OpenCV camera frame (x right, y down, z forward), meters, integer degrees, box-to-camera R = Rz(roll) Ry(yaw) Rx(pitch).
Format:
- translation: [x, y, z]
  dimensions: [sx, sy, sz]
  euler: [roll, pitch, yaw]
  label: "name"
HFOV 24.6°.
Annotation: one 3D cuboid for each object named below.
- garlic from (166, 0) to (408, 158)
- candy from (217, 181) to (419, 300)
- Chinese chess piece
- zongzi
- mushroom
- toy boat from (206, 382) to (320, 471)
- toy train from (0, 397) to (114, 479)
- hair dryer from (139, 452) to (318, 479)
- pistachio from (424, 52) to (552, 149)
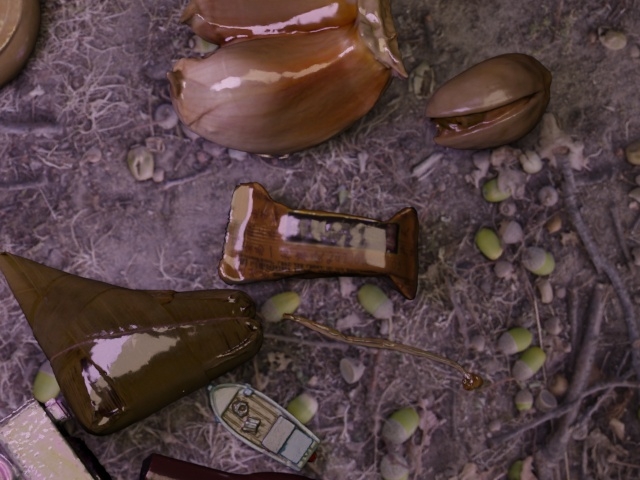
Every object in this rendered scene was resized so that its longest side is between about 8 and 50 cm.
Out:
- translation: [-0.042, -0.260, 1.966]
  dimensions: [0.313, 0.249, 0.286]
  euler: [-15, 97, 16]
  label: "garlic"
- translation: [0.000, 0.000, 1.977]
  dimensions: [0.271, 0.101, 0.143]
  euler: [5, 85, 6]
  label: "candy"
- translation: [-0.511, -0.312, 2.017]
  dimensions: [0.251, 0.097, 0.250]
  euler: [0, 79, -2]
  label: "Chinese chess piece"
- translation: [-0.251, 0.077, 1.937]
  dimensions: [0.274, 0.145, 0.300]
  euler: [-28, 75, -10]
  label: "zongzi"
- translation: [0.085, 0.144, 1.991]
  dimensions: [0.286, 0.028, 0.026]
  euler: [21, 122, 3]
  label: "mushroom"
- translation: [-0.078, 0.242, 1.947]
  dimensions: [0.173, 0.059, 0.069]
  euler: [35, 81, 5]
  label: "toy boat"
- translation: [-0.357, 0.333, 1.885]
  dimensions: [0.177, 0.134, 0.261]
  euler: [-36, 83, -7]
  label: "toy train"
- translation: [-0.112, 0.455, 1.880]
  dimensions: [0.313, 0.123, 0.340]
  euler: [16, 91, -11]
  label: "hair dryer"
- translation: [0.233, -0.188, 2.009]
  dimensions: [0.185, 0.124, 0.124]
  euler: [-18, 81, 1]
  label: "pistachio"
